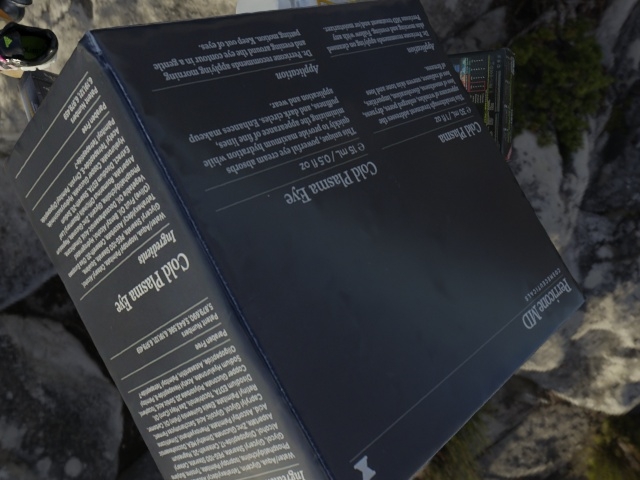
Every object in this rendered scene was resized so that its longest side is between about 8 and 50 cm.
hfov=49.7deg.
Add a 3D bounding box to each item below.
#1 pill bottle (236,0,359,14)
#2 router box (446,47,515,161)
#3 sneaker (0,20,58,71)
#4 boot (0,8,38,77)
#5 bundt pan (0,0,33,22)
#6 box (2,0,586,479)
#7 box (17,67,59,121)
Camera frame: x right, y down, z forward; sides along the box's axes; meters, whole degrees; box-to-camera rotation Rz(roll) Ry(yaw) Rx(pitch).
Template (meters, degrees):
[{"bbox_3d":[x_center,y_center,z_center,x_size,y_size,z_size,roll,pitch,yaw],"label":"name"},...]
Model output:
[{"bbox_3d":[-0.024,-0.332,1.058,0.208,0.117,0.117,-6,131,-50],"label":"pill bottle"},{"bbox_3d":[0.166,-0.148,0.774,0.038,0.092,0.122,-4,96,-57],"label":"router box"},{"bbox_3d":[-0.413,-0.246,0.885,0.170,0.075,0.063,-19,96,-38],"label":"sneaker"},{"bbox_3d":[-0.695,-0.468,1.369,0.104,0.211,0.295,-40,156,1],"label":"boot"},{"bbox_3d":[-0.769,-0.570,1.568,0.124,0.331,0.331,35,110,-1],"label":"bundt pan"},{"bbox_3d":[0.000,0.000,0.546,0.343,0.312,0.179,-25,174,-45],"label":"box"},{"bbox_3d":[-0.476,-0.254,1.402,0.231,0.183,0.056,11,125,-43],"label":"box"}]
